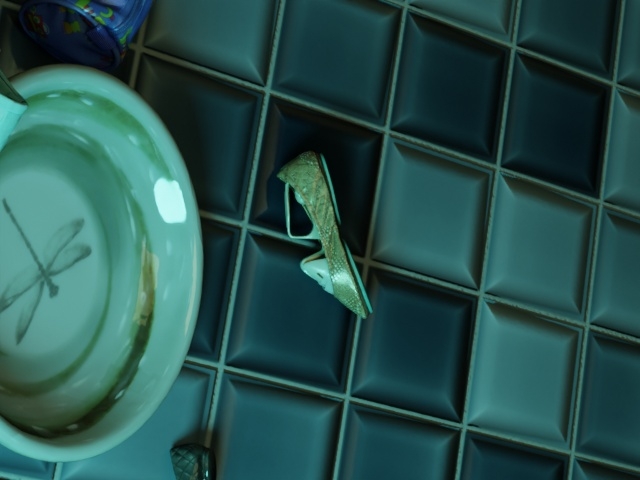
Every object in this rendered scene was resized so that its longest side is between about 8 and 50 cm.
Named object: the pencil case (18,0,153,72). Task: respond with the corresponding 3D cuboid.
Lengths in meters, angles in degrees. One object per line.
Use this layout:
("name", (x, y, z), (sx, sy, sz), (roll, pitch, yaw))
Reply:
("pencil case", (-0.206, -0.331, 1.820), (0.119, 0.133, 0.306), (49, 60, -42))

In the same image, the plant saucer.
("plant saucer", (-0.278, 0.022, 1.686), (0.400, 0.100, 0.400), (0, 91, -56))

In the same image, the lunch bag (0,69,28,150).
("lunch bag", (-0.409, -0.109, 1.471), (0.262, 0.160, 0.223), (38, 99, 8))

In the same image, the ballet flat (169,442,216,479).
("ballet flat", (-0.142, 0.308, 1.800), (0.057, 0.049, 0.173), (35, 56, -70))

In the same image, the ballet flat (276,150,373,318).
("ballet flat", (0.000, 0.000, 1.925), (0.067, 0.073, 0.206), (-19, 88, -3))
